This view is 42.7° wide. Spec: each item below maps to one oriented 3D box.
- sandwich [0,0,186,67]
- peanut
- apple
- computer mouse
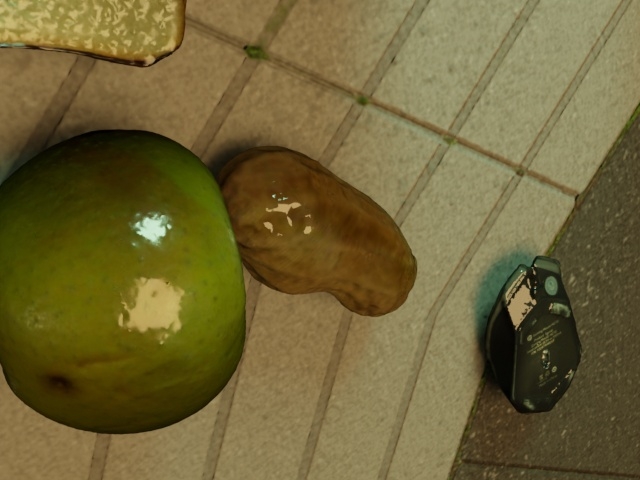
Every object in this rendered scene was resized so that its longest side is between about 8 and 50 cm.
[{"bbox_3d":[-0.179,-0.197,0.473,0.214,0.065,0.186,-7,115,-32],"label":"sandwich"},{"bbox_3d":[0.000,0.000,0.668,0.226,0.095,0.108,28,109,-43],"label":"peanut"},{"bbox_3d":[-0.134,0.029,0.529,0.156,0.196,0.196,-13,118,-16],"label":"apple"},{"bbox_3d":[0.225,0.103,0.886,0.105,0.062,0.192,-22,116,-23],"label":"computer mouse"}]
